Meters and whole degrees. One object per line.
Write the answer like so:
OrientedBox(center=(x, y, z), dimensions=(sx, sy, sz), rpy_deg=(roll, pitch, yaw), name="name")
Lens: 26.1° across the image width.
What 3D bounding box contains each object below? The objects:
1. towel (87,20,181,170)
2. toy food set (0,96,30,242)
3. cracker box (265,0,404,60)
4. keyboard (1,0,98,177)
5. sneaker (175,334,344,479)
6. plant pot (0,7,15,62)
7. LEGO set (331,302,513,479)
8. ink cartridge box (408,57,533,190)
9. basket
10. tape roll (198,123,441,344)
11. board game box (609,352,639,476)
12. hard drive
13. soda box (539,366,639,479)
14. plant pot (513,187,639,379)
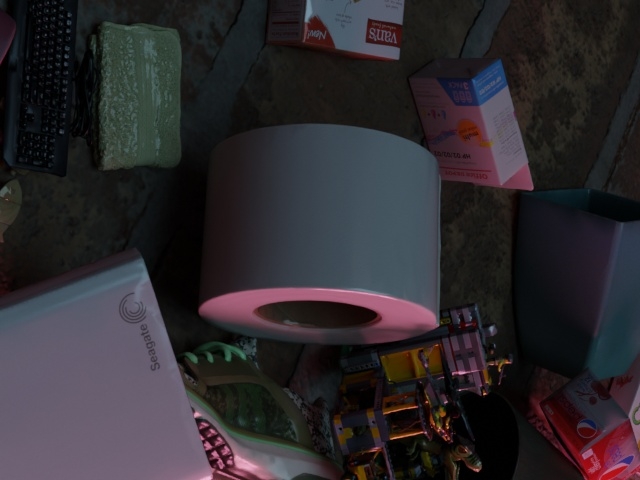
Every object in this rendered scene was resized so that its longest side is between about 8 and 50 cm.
OrientedBox(center=(-0.184, -0.144, 1.387), dimensions=(0.110, 0.027, 0.148), rpy_deg=(-5, 99, -43), name="towel")
OrientedBox(center=(-0.304, -0.067, 1.283), dimensions=(0.078, 0.019, 0.122), rpy_deg=(35, 71, -42), name="toy food set")
OrientedBox(center=(0.025, -0.324, 1.540), dimensions=(0.155, 0.067, 0.232), rpy_deg=(2, 95, -44), name="cracker box")
OrientedBox(center=(-0.245, -0.158, 1.298), dimensions=(0.100, 0.038, 0.192), rpy_deg=(9, 82, -48), name="keyboard")
OrientedBox(center=(-0.121, 0.168, 1.452), dimensions=(0.410, 0.158, 0.182), rpy_deg=(39, 37, -38), name="sneaker")
OrientedBox(center=(-0.374, -0.152, 1.097), dimensions=(0.180, 0.201, 0.201), rpy_deg=(38, 68, -23), name="plant pot")
OrientedBox(center=(0.135, 0.212, 1.549), dimensions=(0.331, 0.192, 0.255), rpy_deg=(-53, 129, -78), name="LEGO set")
OrientedBox(center=(0.187, -0.131, 1.700), dimensions=(0.061, 0.104, 0.181), rpy_deg=(-38, 120, -34), name="ink cartridge box")
OrientedBox(center=(0.240, 0.318, 1.787), dimensions=(0.227, 0.154, 0.204), rpy_deg=(30, 84, -47), name="basket")
OrientedBox(center=(0.000, 0.000, 1.413), dimensions=(0.246, 0.246, 0.169), rpy_deg=(19, 66, -44), name="tape roll")
OrientedBox(center=(0.531, 0.205, 2.121), dimensions=(0.193, 0.053, 0.305), rpy_deg=(37, 70, -41), name="board game box")
OrientedBox(center=(-0.291, 0.174, 1.213), dimensions=(0.353, 0.047, 0.233), rpy_deg=(-21, 112, -15), name="hard drive")
OrientedBox(center=(0.368, 0.264, 1.861), dimensions=(0.083, 0.092, 0.263), rpy_deg=(-36, 152, -1), name="soda box")
OrientedBox(center=(0.365, 0.063, 1.870), dimensions=(0.165, 0.165, 0.234), rpy_deg=(-6, 109, -44), name="plant pot")
